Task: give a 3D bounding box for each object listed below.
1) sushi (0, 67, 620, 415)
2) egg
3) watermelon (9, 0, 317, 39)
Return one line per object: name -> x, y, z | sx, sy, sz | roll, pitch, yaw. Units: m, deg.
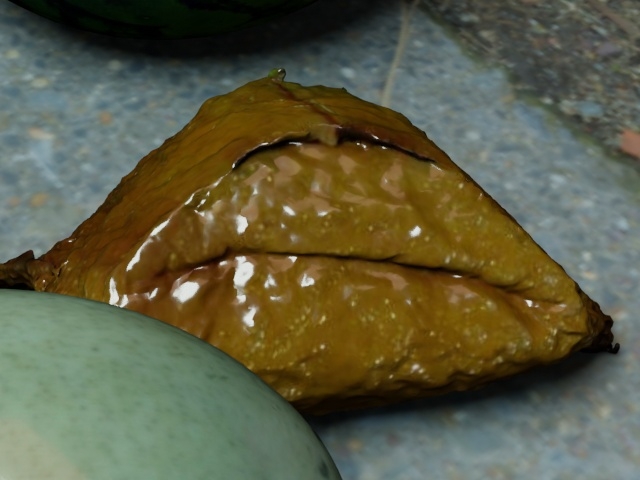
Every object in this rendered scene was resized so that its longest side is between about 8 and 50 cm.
sushi -> 0.000, 0.000, 0.581 | 0.287, 0.140, 0.149 | -6, 84, -13
egg -> -0.106, 0.100, 0.440 | 0.236, 0.169, 0.169 | 1, 46, -3
watermelon -> -0.077, -0.271, 0.692 | 0.363, 0.363, 0.363 | 4, 46, -4
